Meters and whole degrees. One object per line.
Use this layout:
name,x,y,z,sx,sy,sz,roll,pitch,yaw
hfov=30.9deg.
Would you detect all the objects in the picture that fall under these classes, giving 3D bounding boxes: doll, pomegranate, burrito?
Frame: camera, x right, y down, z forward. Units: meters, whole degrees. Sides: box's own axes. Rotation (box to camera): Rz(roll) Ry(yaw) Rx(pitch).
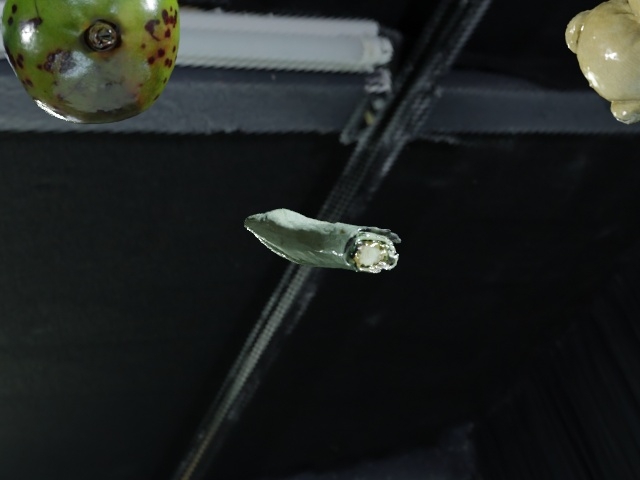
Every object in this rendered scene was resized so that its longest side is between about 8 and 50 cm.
doll,0.130,-0.089,0.449,0.051,0.061,0.093,-27,-25,-7
pomegranate,-0.249,-0.232,1.251,0.202,0.248,0.202,-4,-72,-13
burrito,-0.002,0.000,0.934,0.118,0.044,0.074,8,5,32
